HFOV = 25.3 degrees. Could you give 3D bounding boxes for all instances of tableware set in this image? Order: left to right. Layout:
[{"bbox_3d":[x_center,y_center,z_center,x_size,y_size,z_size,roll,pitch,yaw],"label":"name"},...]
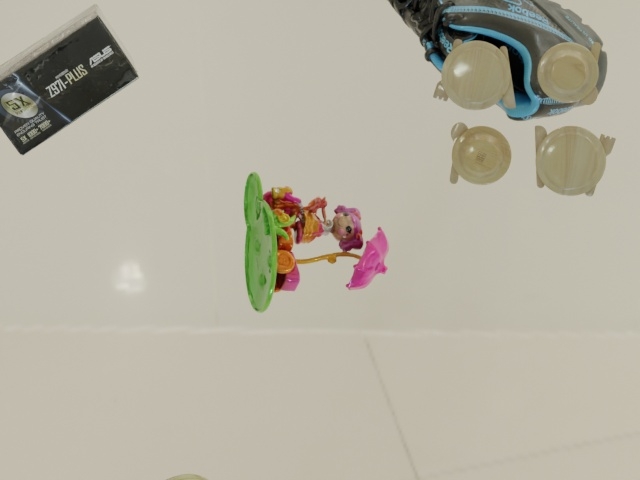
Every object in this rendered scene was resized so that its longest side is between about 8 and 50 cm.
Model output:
[{"bbox_3d":[0.187,-0.113,1.312,0.168,0.141,0.020,3,9,8],"label":"tableware set"}]

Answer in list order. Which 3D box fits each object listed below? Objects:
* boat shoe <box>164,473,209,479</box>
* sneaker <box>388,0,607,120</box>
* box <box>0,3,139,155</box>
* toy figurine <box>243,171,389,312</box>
[{"bbox_3d":[-0.075,0.337,1.236,0.104,0.285,0.089,-24,15,-10],"label":"boat shoe"},{"bbox_3d":[0.143,-0.252,1.499,0.341,0.125,0.139,39,39,18],"label":"sneaker"},{"bbox_3d":[-0.276,-0.175,1.513,0.147,0.077,0.180,-33,17,0],"label":"box"},{"bbox_3d":[0.000,0.000,1.664,0.159,0.130,0.173,0,59,-17],"label":"toy figurine"}]
